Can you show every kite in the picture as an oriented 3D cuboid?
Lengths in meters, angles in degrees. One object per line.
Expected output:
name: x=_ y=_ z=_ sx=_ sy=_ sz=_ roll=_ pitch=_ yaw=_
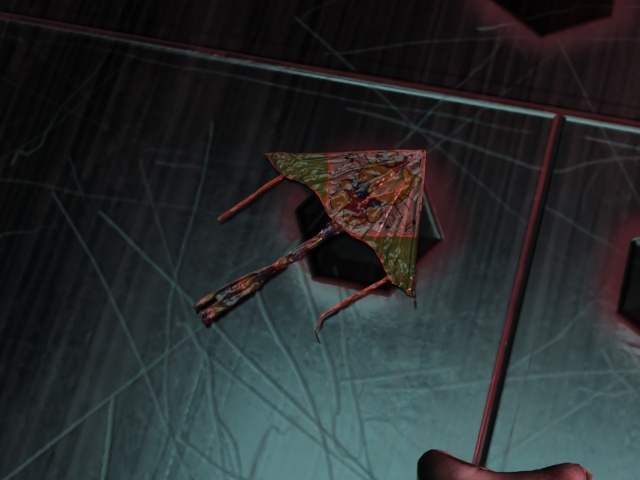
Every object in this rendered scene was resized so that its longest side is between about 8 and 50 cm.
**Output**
kite: x=0.000 y=0.000 z=1.130 sx=0.244 sy=0.006 sz=0.198 roll=-38 pitch=68 yaw=-9

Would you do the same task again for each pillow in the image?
pillow: x=0.136 y=0.207 z=0.994 sx=0.136 sy=0.055 sz=0.091 roll=5 pitch=36 yaw=7
